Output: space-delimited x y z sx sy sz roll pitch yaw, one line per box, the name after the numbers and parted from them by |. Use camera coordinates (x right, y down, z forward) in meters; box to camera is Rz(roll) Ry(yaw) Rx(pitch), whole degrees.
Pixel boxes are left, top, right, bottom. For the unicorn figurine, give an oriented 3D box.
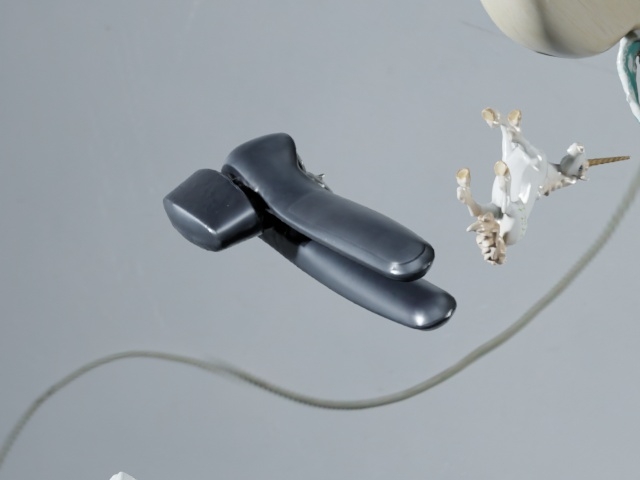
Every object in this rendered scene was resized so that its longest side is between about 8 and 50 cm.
0.157 -0.049 1.036 0.060 0.111 0.162 21 65 44 | unicorn figurine

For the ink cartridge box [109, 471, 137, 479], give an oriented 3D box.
-0.214 0.325 1.346 0.063 0.150 0.109 35 115 -20 | ink cartridge box

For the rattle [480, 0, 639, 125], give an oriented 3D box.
0.067 -0.108 0.483 0.143 0.199 0.130 -3 61 27 | rattle

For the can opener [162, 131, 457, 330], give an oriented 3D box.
0.000 0.000 0.599 0.073 0.059 0.186 -44 37 -15 | can opener
